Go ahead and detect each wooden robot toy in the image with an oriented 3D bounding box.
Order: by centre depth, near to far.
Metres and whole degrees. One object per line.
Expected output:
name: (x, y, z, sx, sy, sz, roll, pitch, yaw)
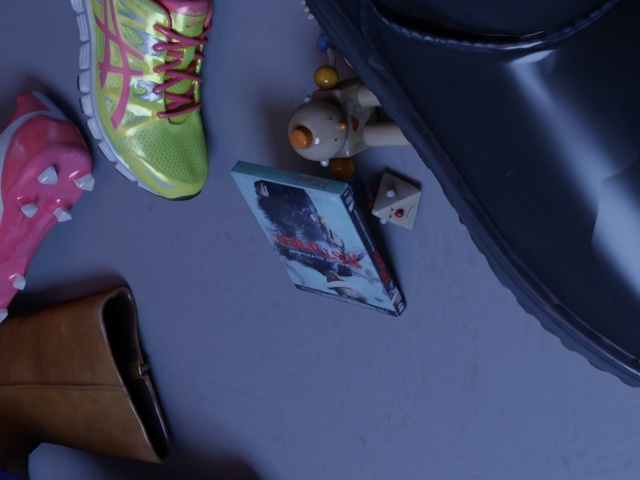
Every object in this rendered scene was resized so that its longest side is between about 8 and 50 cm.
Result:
wooden robot toy: (0.015, -0.078, 0.679, 0.076, 0.079, 0.173, 1, 109, 40)

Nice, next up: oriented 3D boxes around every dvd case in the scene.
dvd case: (0.000, 0.000, 0.730, 0.087, 0.013, 0.119, 14, 148, 34)

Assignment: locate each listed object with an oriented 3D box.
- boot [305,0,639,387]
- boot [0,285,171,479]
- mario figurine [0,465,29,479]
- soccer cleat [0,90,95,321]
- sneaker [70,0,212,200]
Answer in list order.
boot: (0.097, -0.116, 0.377, 0.367, 0.146, 0.445, 44, 170, 15)
boot: (-0.233, 0.173, 1.009, 0.280, 0.096, 0.264, -5, 97, 33)
mario figurine: (-0.167, 0.269, 0.873, 0.320, 0.198, 0.170, 11, 115, 19)
soccer cleat: (-0.270, -0.009, 0.922, 0.248, 0.083, 0.095, -47, 56, 24)
sneaker: (-0.108, -0.128, 0.760, 0.094, 0.081, 0.208, -8, 102, 39)
